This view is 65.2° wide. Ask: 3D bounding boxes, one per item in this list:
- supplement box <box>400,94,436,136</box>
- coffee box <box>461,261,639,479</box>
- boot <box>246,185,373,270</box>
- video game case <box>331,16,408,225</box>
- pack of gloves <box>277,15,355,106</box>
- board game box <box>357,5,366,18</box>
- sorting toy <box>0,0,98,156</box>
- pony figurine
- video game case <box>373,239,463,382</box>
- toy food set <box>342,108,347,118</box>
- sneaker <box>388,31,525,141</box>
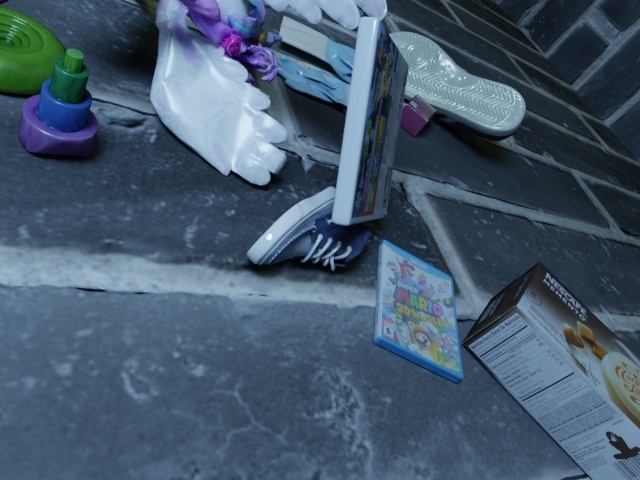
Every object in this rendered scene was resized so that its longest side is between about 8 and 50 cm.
[{"bbox_3d":[0.188,-0.247,0.987,0.055,0.043,0.083,41,37,1],"label":"supplement box"},{"bbox_3d":[0.321,0.166,0.638,0.246,0.098,0.141,47,38,9],"label":"coffee box"},{"bbox_3d":[0.000,0.000,0.560,0.086,0.069,0.190,47,35,3],"label":"boot"},{"bbox_3d":[0.061,-0.121,0.570,0.023,0.201,0.183,11,8,18],"label":"video game case"},{"bbox_3d":[0.021,-0.295,0.913,0.232,0.046,0.195,19,50,-17],"label":"pack of gloves"},{"bbox_3d":[0.005,-0.652,1.240,0.165,0.042,0.243,3,51,-38],"label":"board game box"},{"bbox_3d":[-0.320,-0.250,0.501,0.127,0.126,0.365,-18,64,-48],"label":"sorting toy"},{"bbox_3d":[-0.136,-0.284,0.604,0.351,0.302,0.363,29,17,-14],"label":"pony figurine"},{"bbox_3d":[0.122,0.082,0.625,0.119,0.015,0.166,28,39,-15],"label":"video game case"},{"bbox_3d":[0.078,-0.174,0.846,0.078,0.019,0.122,18,35,-26],"label":"toy food set"},{"bbox_3d":[0.264,-0.315,1.076,0.350,0.131,0.148,39,5,16],"label":"sneaker"}]
